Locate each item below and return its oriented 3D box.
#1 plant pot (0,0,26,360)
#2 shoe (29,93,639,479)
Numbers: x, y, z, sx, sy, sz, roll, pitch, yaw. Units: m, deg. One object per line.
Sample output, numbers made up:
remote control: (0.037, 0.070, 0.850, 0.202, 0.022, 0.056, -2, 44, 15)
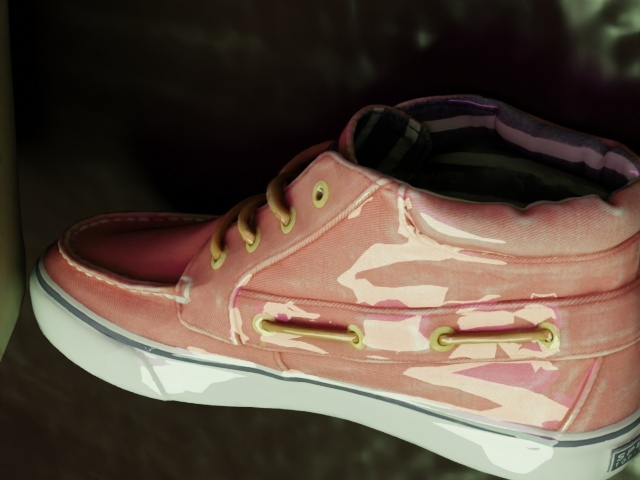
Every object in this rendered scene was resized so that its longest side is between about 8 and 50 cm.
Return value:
plant pot: (-0.199, -0.074, 0.349, 0.334, 0.334, 0.305, 23, 141, 24)
shoe: (0.000, 0.000, 0.398, 0.178, 0.063, 0.081, 13, 124, 25)
